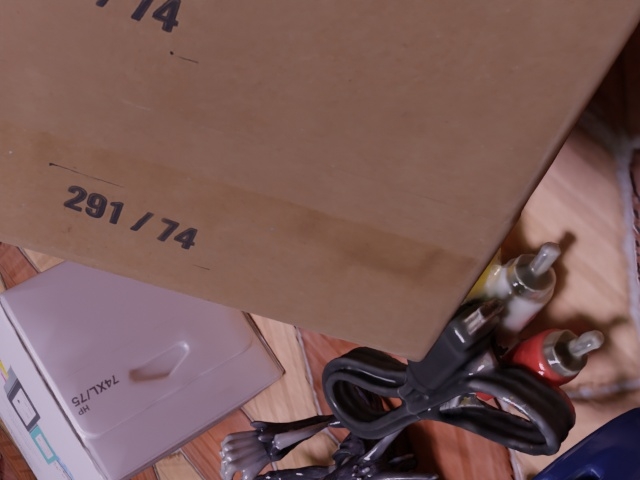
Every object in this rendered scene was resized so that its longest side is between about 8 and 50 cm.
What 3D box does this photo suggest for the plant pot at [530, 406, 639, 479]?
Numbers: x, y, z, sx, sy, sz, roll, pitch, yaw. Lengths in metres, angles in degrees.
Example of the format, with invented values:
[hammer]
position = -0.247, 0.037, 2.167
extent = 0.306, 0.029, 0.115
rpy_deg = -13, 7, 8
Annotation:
[plant pot]
position = 0.160, 0.255, 0.555
extent = 0.236, 0.212, 0.236
rpy_deg = -143, 31, -72

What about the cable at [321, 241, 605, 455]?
[cable]
position = 0.089, 0.088, 0.736
extent = 0.139, 0.072, 0.287
rpy_deg = 54, 155, 10

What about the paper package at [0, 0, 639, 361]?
[paper package]
position = -0.056, -0.124, 0.467
extent = 0.324, 0.168, 0.309
rpy_deg = 15, 143, -6

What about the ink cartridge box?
[ink cartridge box]
position = -0.202, 0.129, 1.118
extent = 0.197, 0.198, 0.270
rpy_deg = 58, 152, 5

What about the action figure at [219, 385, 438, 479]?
[action figure]
position = 0.002, 0.220, 0.933
extent = 0.164, 0.141, 0.276
rpy_deg = 64, 156, 17
